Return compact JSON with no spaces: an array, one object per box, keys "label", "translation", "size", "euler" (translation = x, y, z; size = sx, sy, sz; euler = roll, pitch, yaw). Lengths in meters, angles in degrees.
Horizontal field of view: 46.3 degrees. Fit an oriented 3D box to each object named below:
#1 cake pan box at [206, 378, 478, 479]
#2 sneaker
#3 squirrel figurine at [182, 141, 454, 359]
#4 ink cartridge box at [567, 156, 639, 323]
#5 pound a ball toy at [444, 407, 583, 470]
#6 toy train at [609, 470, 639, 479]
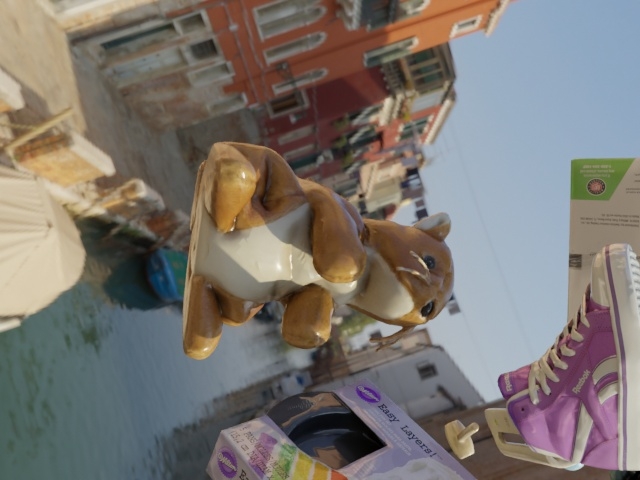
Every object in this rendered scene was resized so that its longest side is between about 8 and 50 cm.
[{"label":"cake pan box","translation":[0.045,0.275,0.814],"size":[0.267,0.246,0.070],"euler":[40,-60,34]},{"label":"sneaker","translation":[0.273,0.134,0.825],"size":[0.102,0.161,0.282],"euler":[-47,134,-57]},{"label":"squirrel figurine","translation":[0.000,0.000,1.099],"size":[0.397,0.371,0.281],"euler":[-120,-140,-68]},{"label":"ink cartridge box","translation":[0.487,0.012,1.121],"size":[0.198,0.115,0.272],"euler":[7,-80,48]},{"label":"pound a ball toy","translation":[0.380,0.375,1.411],"size":[0.319,0.208,0.135],"euler":[109,-41,-76]},{"label":"toy train","translation":[0.469,0.319,0.967],"size":[0.190,0.333,0.142],"euler":[21,9,-35]}]
